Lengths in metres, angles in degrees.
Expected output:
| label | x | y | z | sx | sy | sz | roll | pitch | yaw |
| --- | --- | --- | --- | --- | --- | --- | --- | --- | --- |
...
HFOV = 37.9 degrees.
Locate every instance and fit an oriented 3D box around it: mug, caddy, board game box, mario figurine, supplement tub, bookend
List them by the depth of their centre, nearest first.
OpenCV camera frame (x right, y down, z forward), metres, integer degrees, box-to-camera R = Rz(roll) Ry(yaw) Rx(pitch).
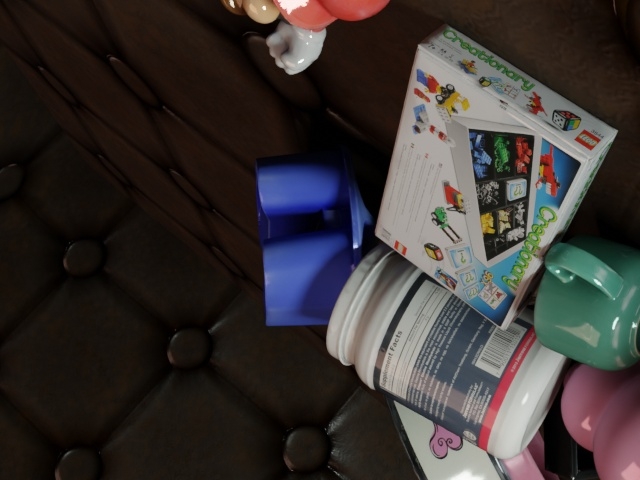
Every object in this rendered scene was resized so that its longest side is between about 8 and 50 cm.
| label | x | y | z | sx | sy | sz | roll | pitch | yaw |
| --- | --- | --- | --- | --- | --- | --- | --- | --- | --- |
| mario figurine | -0.056 | -0.248 | 0.851 | 0.198 | 0.170 | 0.320 | 10 | -169 | -28 |
| mug | 0.285 | 0.067 | 0.938 | 0.097 | 0.129 | 0.158 | 22 | -162 | 40 |
| board game box | 0.161 | -0.051 | 0.957 | 0.193 | 0.053 | 0.305 | 38 | 150 | 18 |
| supplement tub | 0.165 | 0.134 | 1.181 | 0.272 | 0.191 | 0.191 | 27 | 161 | 23 |
| bookend | 0.394 | 0.241 | 1.291 | 0.157 | 0.156 | 0.072 | 0 | 179 | -18 |
| caddy | 0.000 | 0.000 | 1.360 | 0.179 | 0.241 | 0.341 | -3 | 165 | -4 |

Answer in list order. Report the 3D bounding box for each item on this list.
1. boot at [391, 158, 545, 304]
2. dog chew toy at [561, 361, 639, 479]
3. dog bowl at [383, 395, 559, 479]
| label | x | y | z | sx | sy | sz | roll | pitch | yaw |
| --- | --- | --- | --- | --- | --- | --- | --- | --- | --- |
| boot | 0.184 | -0.025 | 1.085 | 0.246 | 0.083 | 0.161 | 26 | 156 | 48 |
| dog chew toy | 0.408 | 0.242 | 1.054 | 0.332 | 0.206 | 0.206 | 39 | 168 | 45 |
| dog bowl | 0.232 | 0.278 | 1.411 | 0.408 | 0.150 | 0.408 | 60 | -168 | -20 |
